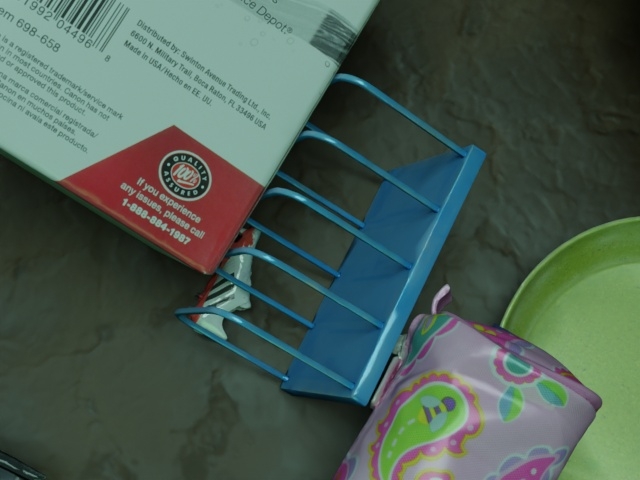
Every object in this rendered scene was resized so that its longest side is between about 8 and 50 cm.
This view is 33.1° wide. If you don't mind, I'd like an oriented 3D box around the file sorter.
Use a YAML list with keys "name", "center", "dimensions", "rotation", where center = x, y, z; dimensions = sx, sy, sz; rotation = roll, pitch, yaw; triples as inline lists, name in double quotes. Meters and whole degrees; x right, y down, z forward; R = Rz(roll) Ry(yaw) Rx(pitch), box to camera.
- name: "file sorter"
  center: [0.000, 0.000, 0.666]
  dimensions: [0.104, 0.118, 0.170]
  rotation: [31, 75, -17]

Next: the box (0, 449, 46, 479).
- name: "box"
  center: [-0.353, 0.198, 0.594]
  dimensions: [0.293, 0.073, 0.296]
  rotation: [31, 72, -11]

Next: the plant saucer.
- name: "plant saucer"
  center: [0.226, 0.104, 0.704]
  dimensions: [0.240, 0.037, 0.241]
  rotation: [1, 74, -3]

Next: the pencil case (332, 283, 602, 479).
- name: "pencil case"
  center: [0.042, 0.172, 0.616]
  dimensions: [0.124, 0.124, 0.284]
  rotation: [31, 86, 6]

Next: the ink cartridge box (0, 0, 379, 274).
- name: "ink cartridge box"
  center: [-0.086, -0.149, 0.635]
  dimensions: [0.197, 0.114, 0.273]
  rotation: [34, 83, -22]

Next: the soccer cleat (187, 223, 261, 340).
- name: "soccer cleat"
  center: [-0.057, 0.028, 0.719]
  dimensions: [0.035, 0.029, 0.083]
  rotation: [32, 79, -3]
